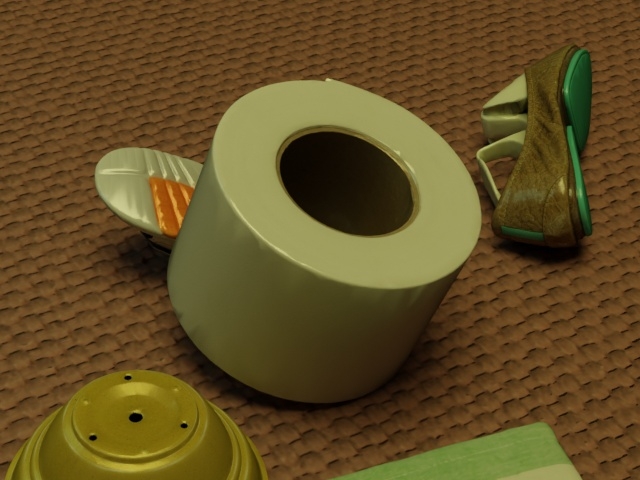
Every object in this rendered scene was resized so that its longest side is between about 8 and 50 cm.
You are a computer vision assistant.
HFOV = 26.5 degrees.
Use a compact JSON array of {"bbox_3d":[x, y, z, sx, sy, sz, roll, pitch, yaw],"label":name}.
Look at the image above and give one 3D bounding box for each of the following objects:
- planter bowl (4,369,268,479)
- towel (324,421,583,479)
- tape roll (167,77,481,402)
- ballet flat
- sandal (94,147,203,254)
[{"bbox_3d":[-0.147,0.169,1.088,0.217,0.090,0.217,3,38,-3],"label":"planter bowl"},{"bbox_3d":[0.103,0.264,0.914,0.247,0.038,0.325,-14,35,-9],"label":"towel"},{"bbox_3d":[0.000,0.000,1.212,0.246,0.169,0.246,13,45,-13],"label":"tape roll"},{"bbox_3d":[0.235,-0.108,1.496,0.124,0.116,0.342,-7,39,17],"label":"ballet flat"},{"bbox_3d":[-0.104,-0.012,1.352,0.265,0.076,0.102,14,50,-22],"label":"sandal"}]
